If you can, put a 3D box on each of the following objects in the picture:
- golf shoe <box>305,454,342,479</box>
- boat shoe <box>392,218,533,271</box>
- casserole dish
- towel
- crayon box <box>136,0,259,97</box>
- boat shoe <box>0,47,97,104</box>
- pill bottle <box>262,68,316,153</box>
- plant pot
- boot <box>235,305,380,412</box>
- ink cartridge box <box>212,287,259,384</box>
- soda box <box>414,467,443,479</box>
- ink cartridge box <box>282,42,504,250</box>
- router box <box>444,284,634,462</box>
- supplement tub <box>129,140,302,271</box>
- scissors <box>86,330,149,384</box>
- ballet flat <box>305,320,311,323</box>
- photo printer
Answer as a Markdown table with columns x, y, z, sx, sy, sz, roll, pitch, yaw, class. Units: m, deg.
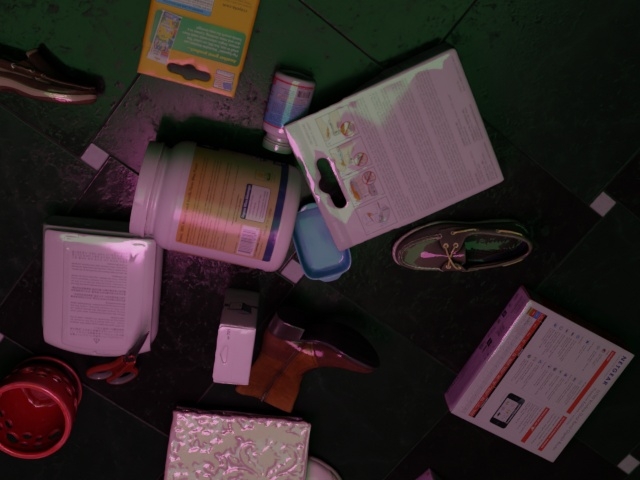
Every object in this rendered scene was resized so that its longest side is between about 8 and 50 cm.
| x | y | z | sx | sy | sz | roll | pitch | yaw | class |
| --- | --- | --- | --- | --- | --- | --- | --- | --- | --- |
| 0.021 | 0.657 | 2.109 | 0.115 | 0.140 | 0.306 | -29 | 108 | 9 | golf shoe |
| 0.312 | 0.015 | 1.908 | 0.304 | 0.091 | 0.109 | -8 | 111 | 0 | boat shoe |
| 0.000 | 0.000 | 1.915 | 0.114 | 0.037 | 0.188 | -15 | 110 | 3 | casserole dish |
| -0.201 | 0.554 | 2.035 | 0.331 | 0.053 | 0.317 | 7 | 96 | -5 | towel |
| -0.225 | -0.466 | 1.703 | 0.203 | 0.083 | 0.323 | 14 | 108 | -8 | crayon box |
| -0.571 | -0.334 | 1.728 | 0.257 | 0.095 | 0.095 | 10 | 104 | -6 | boat shoe |
| -0.069 | -0.263 | 1.785 | 0.087 | 0.087 | 0.160 | 14 | 109 | -8 | pill bottle |
| -0.634 | 0.360 | 1.939 | 0.191 | 0.174 | 0.191 | -1 | 111 | -3 | plant pot |
| -0.032 | 0.303 | 1.958 | 0.264 | 0.096 | 0.280 | 19 | 125 | -9 | boot |
| -0.183 | 0.207 | 1.899 | 0.082 | 0.191 | 0.140 | 7 | 110 | -6 | ink cartridge box |
| 0.220 | 0.669 | 2.161 | 0.216 | 0.069 | 0.074 | -42 | 107 | 11 | soda box |
| 0.153 | -0.191 | 1.818 | 0.385 | 0.091 | 0.308 | -24 | 111 | 4 | ink cartridge box |
| 0.508 | 0.318 | 2.038 | 0.301 | 0.082 | 0.335 | 28 | 107 | -13 | router box |
| -0.213 | -0.074 | 1.772 | 0.316 | 0.228 | 0.228 | 13 | 109 | -8 | supplement tub |
| -0.411 | 0.259 | 1.911 | 0.109 | 0.021 | 0.297 | 20 | 141 | -35 | scissors |
| -0.023 | 0.219 | 1.996 | 0.168 | 0.057 | 0.052 | 32 | 134 | -10 | ballet flat |
| -0.474 | 0.108 | 1.890 | 0.256 | 0.107 | 0.308 | 5 | 111 | -6 | photo printer |
